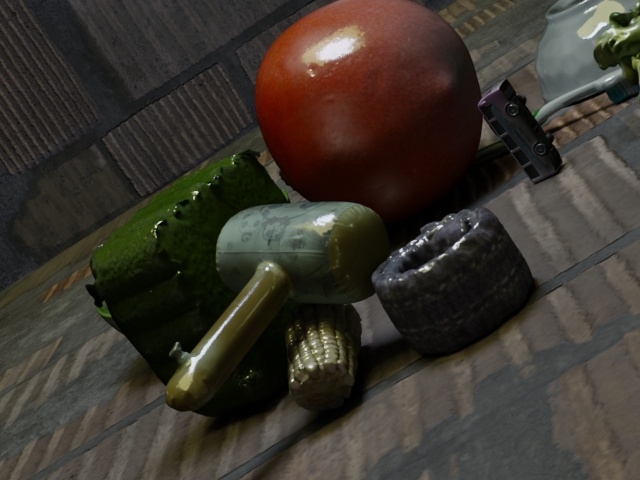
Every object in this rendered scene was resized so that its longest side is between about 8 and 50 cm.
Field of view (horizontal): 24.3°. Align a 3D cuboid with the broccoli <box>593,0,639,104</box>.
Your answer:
[{"bbox_3d":[0.403,-0.226,1.507,0.288,0.245,0.248,-31,20,38],"label":"broccoli"}]

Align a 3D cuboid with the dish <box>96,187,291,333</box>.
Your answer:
[{"bbox_3d":[-0.158,0.061,2.170,0.324,0.124,0.324,-28,19,10],"label":"dish"}]

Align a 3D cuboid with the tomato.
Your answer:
[{"bbox_3d":[0.075,-0.182,2.024,0.321,0.321,0.321,-32,12,7],"label":"tomato"}]

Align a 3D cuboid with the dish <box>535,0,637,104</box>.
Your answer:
[{"bbox_3d":[0.417,-0.316,2.141,0.303,0.120,0.303,-33,13,8],"label":"dish"}]

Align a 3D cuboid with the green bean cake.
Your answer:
[{"bbox_3d":[-0.118,0.053,1.753,0.156,0.250,0.247,-23,17,40],"label":"green bean cake"}]

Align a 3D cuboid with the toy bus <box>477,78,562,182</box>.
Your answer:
[{"bbox_3d":[0.246,-0.134,1.831,0.052,0.131,0.037,-29,14,37],"label":"toy bus"}]

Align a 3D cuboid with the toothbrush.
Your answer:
[{"bbox_3d":[0.272,-0.150,2.051,0.418,0.040,0.042,-24,17,40],"label":"toothbrush"}]

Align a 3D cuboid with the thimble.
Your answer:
[{"bbox_3d":[0.134,0.040,1.512,0.150,0.098,0.150,-32,13,8],"label":"thimble"}]

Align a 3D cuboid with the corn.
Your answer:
[{"bbox_3d":[0.005,0.124,1.582,0.087,0.087,0.211,-31,18,11],"label":"corn"}]

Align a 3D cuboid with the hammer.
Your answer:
[{"bbox_3d":[-0.070,0.071,1.543,0.202,0.113,0.305,-4,33,42],"label":"hammer"}]
